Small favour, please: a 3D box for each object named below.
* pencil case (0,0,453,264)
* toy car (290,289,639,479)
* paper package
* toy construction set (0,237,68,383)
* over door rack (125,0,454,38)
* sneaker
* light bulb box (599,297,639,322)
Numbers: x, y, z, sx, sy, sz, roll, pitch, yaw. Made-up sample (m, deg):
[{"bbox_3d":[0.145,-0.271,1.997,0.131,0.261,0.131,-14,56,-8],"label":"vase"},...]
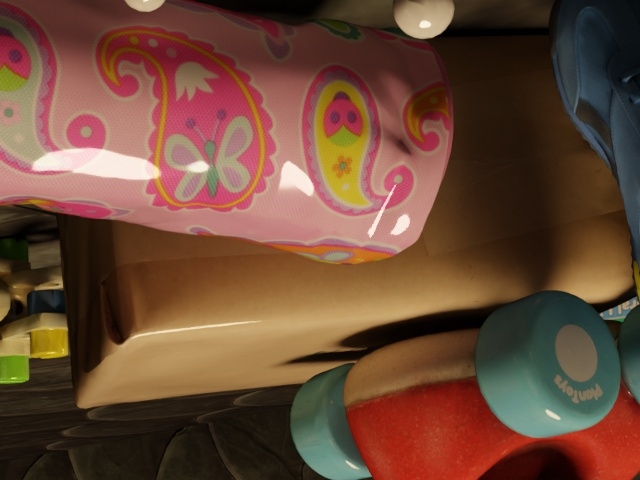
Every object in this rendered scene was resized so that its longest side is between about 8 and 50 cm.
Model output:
[{"bbox_3d":[-0.086,-0.061,0.472,0.284,0.124,0.124,8,161,-25],"label":"pencil case"},{"bbox_3d":[0.123,0.169,0.642,0.210,0.237,0.219,2,162,-35],"label":"toy car"},{"bbox_3d":[0.000,0.000,0.736,0.325,0.168,0.309,-5,166,-18],"label":"paper package"},{"bbox_3d":[-0.348,0.076,0.910,0.328,0.151,0.215,-30,157,31],"label":"toy construction set"},{"bbox_3d":[0.041,-0.149,0.278,0.324,0.108,0.239,-12,167,14],"label":"over door rack"},{"bbox_3d":[0.180,-0.047,0.560,0.069,0.209,0.082,-16,171,-12],"label":"sneaker"},{"bbox_3d":[0.193,0.128,1.243,0.358,0.225,0.361,-8,166,0],"label":"light bulb box"}]
